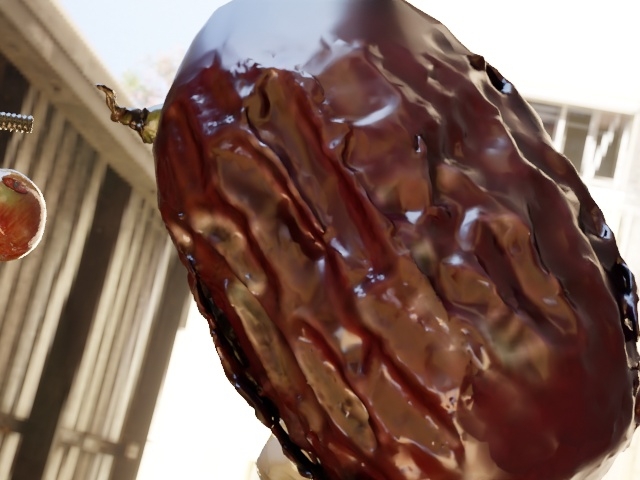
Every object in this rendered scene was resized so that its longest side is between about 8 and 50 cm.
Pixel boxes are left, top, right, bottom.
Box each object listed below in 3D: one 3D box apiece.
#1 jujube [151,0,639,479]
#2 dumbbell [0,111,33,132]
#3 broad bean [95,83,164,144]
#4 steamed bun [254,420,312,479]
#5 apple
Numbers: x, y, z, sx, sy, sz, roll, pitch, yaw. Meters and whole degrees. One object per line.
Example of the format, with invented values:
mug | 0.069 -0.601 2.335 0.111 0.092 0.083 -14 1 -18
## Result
jujube | 0.042 0.005 0.749 0.258 0.258 0.376 74 170 -67
dumbbell | -0.414 -0.132 1.178 0.110 0.255 0.110 -173 90 -70
broad bean | -0.060 -0.089 1.157 0.075 0.325 0.067 -105 28 -72
steamed bun | 0.013 0.183 1.181 0.182 0.106 0.183 -59 -2 -3
apple | -0.491 -0.040 1.825 0.131 0.146 0.146 -68 -15 -46
